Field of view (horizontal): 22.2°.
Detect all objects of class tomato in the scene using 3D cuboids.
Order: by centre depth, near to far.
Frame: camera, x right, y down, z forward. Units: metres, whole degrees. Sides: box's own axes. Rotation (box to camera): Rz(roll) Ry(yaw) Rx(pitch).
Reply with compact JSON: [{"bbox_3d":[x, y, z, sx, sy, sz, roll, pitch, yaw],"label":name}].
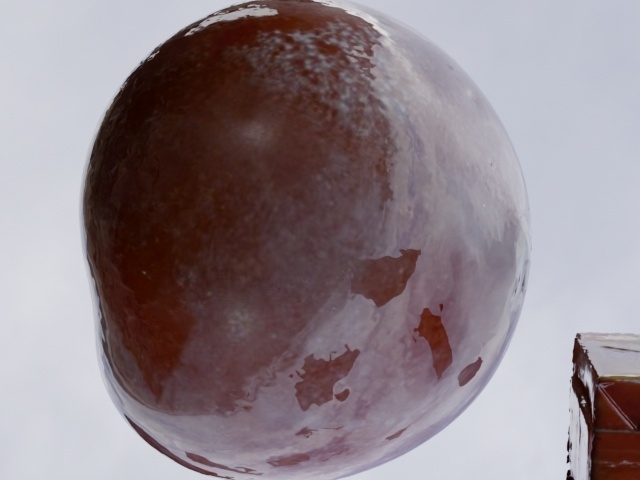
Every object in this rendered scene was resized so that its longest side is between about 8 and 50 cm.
[{"bbox_3d":[0.000,0.000,0.886,0.227,0.270,0.270,5,-112,20],"label":"tomato"}]

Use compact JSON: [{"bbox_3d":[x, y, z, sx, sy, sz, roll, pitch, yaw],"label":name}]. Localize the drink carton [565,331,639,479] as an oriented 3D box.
[{"bbox_3d":[0.213,0.081,0.649,0.223,0.096,0.071,3,-82,4],"label":"drink carton"}]
